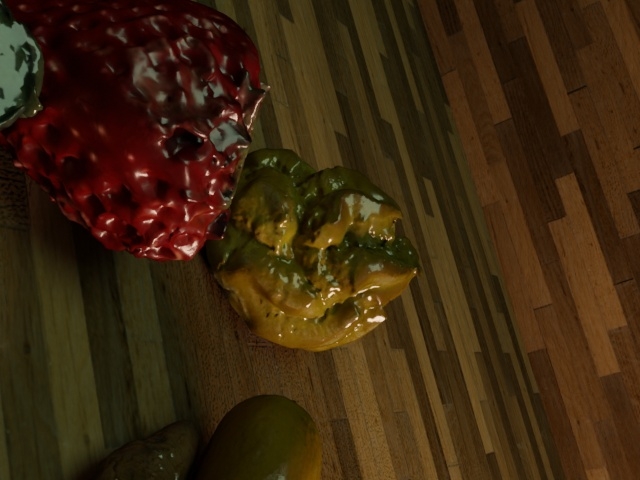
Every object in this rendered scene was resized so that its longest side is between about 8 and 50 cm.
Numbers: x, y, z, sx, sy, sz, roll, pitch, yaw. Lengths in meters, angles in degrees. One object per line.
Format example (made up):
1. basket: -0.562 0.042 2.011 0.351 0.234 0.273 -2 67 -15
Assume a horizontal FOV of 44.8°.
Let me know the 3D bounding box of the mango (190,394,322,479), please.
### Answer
1. mango: -0.087 0.312 0.857 0.142 0.195 0.331 21 40 -2

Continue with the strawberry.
1. strawberry: -0.245 -0.151 0.884 0.345 0.295 0.317 20 66 -11

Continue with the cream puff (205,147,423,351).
1. cream puff: -0.001 -0.002 1.196 0.291 0.257 0.324 14 58 -64

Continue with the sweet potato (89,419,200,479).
1. sweet potato: -0.202 0.279 0.782 0.341 0.092 0.114 -68 155 -55

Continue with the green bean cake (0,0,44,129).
1. green bean cake: -0.370 -0.145 0.652 0.222 0.125 0.227 46 68 -26
